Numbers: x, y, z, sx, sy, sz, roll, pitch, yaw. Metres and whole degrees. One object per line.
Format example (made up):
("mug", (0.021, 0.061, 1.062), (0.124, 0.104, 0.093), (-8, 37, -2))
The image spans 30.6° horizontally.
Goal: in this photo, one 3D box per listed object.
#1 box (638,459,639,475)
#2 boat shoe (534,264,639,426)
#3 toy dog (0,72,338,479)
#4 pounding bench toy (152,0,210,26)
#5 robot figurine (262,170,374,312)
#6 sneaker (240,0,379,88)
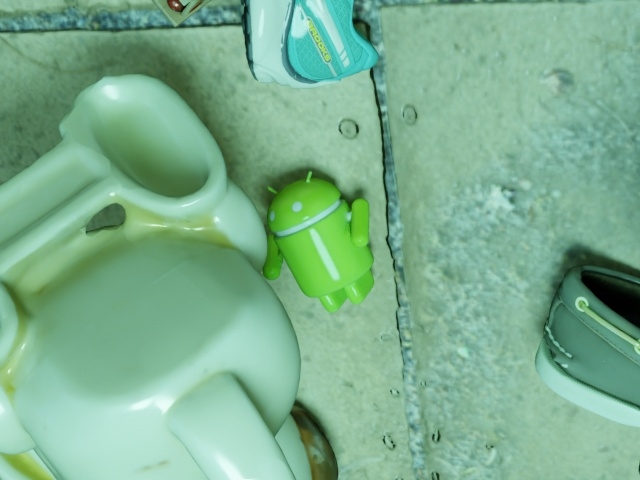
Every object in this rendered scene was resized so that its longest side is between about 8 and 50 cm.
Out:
("box", (0.367, 0.034, 0.673), (0.294, 0.296, 0.182), (16, 119, 15))
("boat shoe", (0.308, 0.103, 0.843), (0.305, 0.109, 0.091), (19, 125, 19))
("toy dog", (-0.112, 0.131, 0.937), (0.395, 0.284, 0.408), (30, 152, 28))
("pounding bench toy", (-0.093, -0.216, 0.906), (0.052, 0.083, 0.065), (50, 155, -6))
("robot figurine", (0.000, 0.000, 0.955), (0.101, 0.067, 0.115), (-20, 104, 30))
("sneaker", (-0.004, -0.247, 0.837), (0.110, 0.107, 0.275), (-3, 111, -6))
